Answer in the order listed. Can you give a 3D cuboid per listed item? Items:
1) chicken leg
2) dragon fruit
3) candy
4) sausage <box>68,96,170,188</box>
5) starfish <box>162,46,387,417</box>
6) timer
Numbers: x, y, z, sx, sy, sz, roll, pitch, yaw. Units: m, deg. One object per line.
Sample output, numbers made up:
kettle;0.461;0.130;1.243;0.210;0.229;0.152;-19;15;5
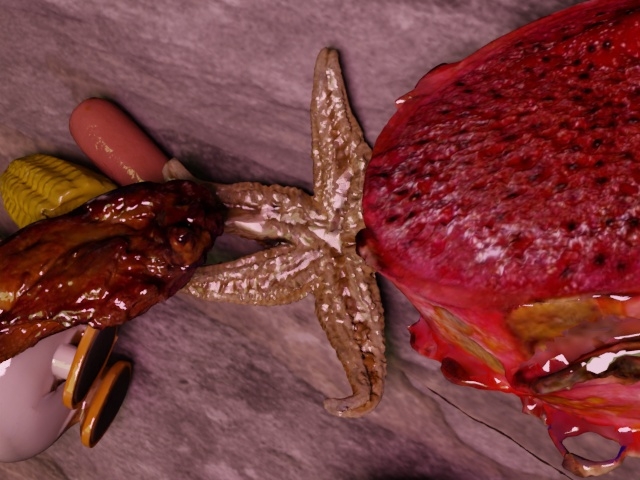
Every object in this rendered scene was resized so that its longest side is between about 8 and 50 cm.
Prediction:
chicken leg;-0.264;0.070;0.850;0.158;0.407;0.096;38;156;45
dragon fruit;0.221;-0.013;0.676;0.386;0.371;0.249;30;153;55
candy;-0.283;-0.045;1.008;0.199;0.106;0.094;29;99;48
sausage;-0.197;-0.083;0.994;0.154;0.062;0.062;45;118;6
starfish;0.004;0.003;0.905;0.375;0.094;0.327;-25;77;16
timer;-0.335;0.108;1.014;0.240;0.233;0.233;18;112;7
